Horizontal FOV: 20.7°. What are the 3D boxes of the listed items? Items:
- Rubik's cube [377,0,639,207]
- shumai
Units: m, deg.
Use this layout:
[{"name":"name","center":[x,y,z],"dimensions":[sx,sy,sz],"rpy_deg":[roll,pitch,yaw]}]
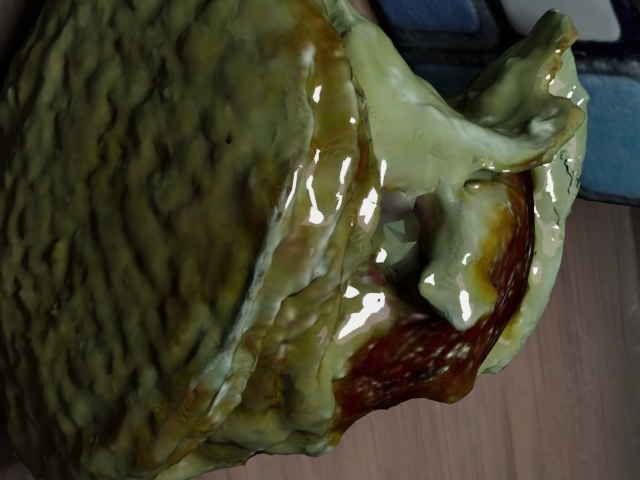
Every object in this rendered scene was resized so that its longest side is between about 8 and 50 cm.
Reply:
[{"name":"Rubik's cube","center":[0.235,-0.241,1.022],"dimensions":[0.359,0.363,0.362],"rpy_deg":[-38,122,-25]},{"name":"shumai","center":[0.000,0.000,0.928],"dimensions":[0.288,0.292,0.330],"rpy_deg":[8,119,-42]}]
